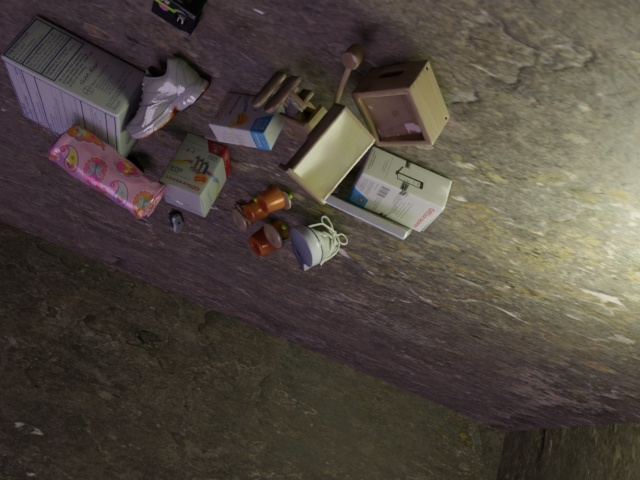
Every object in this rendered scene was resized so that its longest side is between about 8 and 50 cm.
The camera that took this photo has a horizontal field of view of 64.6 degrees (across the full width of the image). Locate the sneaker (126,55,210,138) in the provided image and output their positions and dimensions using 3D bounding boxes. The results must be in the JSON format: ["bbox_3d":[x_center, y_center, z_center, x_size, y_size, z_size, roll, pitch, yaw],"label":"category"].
[{"bbox_3d":[-0.385,-0.343,1.199,0.263,0.099,0.121,-26,118,28],"label":"sneaker"}]

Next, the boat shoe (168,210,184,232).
[{"bbox_3d":[-0.571,-0.075,1.996,0.040,0.049,0.142,40,155,8],"label":"boat shoe"}]

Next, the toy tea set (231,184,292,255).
[{"bbox_3d":[-0.154,-0.070,1.606,0.199,0.124,0.336,60,151,-4],"label":"toy tea set"}]

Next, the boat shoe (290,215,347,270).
[{"bbox_3d":[0.004,0.008,1.550,0.135,0.157,0.367,61,171,10],"label":"boat shoe"}]

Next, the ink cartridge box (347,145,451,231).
[{"bbox_3d":[0.185,-0.118,1.207,0.203,0.085,0.148,23,157,-3],"label":"ink cartridge box"}]

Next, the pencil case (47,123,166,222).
[{"bbox_3d":[-0.538,-0.170,1.293,0.284,0.124,0.124,37,152,-18],"label":"pencil case"}]

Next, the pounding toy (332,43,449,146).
[{"bbox_3d":[0.114,-0.283,0.937,0.181,0.094,0.206,8,144,42],"label":"pounding toy"}]

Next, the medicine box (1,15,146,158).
[{"bbox_3d":[-0.610,-0.370,1.296,0.290,0.149,0.263,28,155,-10],"label":"medicine box"}]

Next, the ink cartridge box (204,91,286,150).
[{"bbox_3d":[-0.182,-0.279,1.169,0.182,0.104,0.061,13,153,20],"label":"ink cartridge box"}]

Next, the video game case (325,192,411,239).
[{"bbox_3d":[0.121,-0.066,1.285,0.227,0.026,0.206,27,-171,10],"label":"video game case"}]

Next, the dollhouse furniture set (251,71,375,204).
[{"bbox_3d":[-0.029,-0.199,1.031,0.212,0.161,0.242,40,180,-34],"label":"dollhouse furniture set"}]

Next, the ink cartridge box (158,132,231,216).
[{"bbox_3d":[-0.348,-0.182,1.422,0.128,0.176,0.127,21,156,3],"label":"ink cartridge box"}]

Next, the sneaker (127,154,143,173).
[{"bbox_3d":[-0.648,-0.229,1.698,0.107,0.124,0.283,16,-172,-39],"label":"sneaker"}]

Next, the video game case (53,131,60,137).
[{"bbox_3d":[-0.822,-0.283,1.710,0.201,0.023,0.183,43,162,19],"label":"video game case"}]

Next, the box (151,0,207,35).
[{"bbox_3d":[-0.269,-0.448,0.965,0.083,0.052,0.062,29,155,-16],"label":"box"}]
